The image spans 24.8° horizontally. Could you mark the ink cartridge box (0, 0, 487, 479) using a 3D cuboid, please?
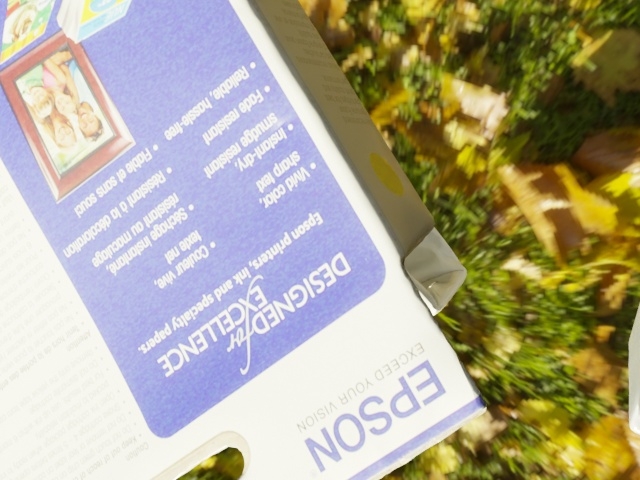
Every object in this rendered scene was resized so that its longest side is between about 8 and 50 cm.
[{"bbox_3d":[-0.103,0.015,0.689,0.304,0.072,0.307,-36,77,26],"label":"ink cartridge box"}]

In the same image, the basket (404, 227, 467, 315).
[{"bbox_3d":[0.000,0.000,0.962,0.103,0.113,0.167,-41,89,21],"label":"basket"}]

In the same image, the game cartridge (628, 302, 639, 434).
[{"bbox_3d":[0.261,-0.030,0.922,0.062,0.198,0.297,17,112,10],"label":"game cartridge"}]
